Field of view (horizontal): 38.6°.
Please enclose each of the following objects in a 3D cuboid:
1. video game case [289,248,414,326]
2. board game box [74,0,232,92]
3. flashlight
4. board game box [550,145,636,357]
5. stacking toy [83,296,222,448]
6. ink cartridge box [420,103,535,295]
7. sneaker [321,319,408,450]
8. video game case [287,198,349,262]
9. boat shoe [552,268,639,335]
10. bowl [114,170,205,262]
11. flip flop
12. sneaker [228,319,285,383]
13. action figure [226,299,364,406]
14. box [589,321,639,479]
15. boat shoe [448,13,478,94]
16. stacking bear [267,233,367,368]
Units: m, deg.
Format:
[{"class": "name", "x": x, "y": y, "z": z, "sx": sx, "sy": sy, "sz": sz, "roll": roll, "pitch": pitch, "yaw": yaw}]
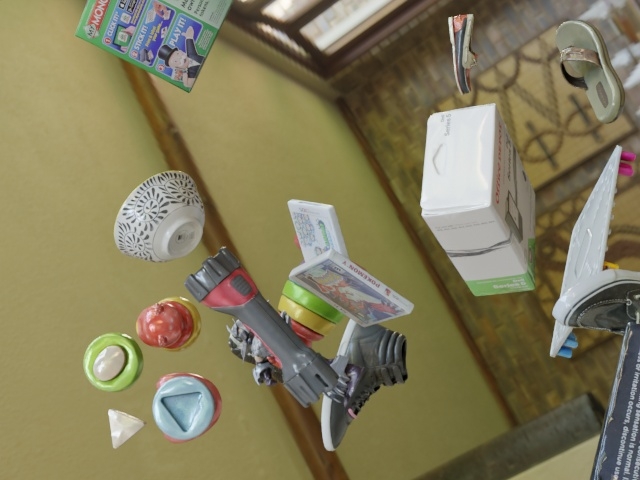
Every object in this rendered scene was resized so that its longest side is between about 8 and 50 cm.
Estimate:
[{"class": "video game case", "x": 0.052, "y": 0.092, "z": 1.670, "sx": 0.183, "sy": 0.201, "sz": 0.023, "roll": 34, "pitch": -113, "yaw": -11}, {"class": "board game box", "x": -0.243, "y": -0.421, "z": 1.473, "sx": 0.213, "sy": 0.317, "sz": 0.046, "roll": 27, "pitch": -148, "yaw": -9}, {"class": "flashlight", "x": -0.102, "y": 0.154, "z": 1.578, "sx": 0.304, "sy": 0.103, "sz": 0.103, "roll": 49, "pitch": -171, "yaw": -1}, {"class": "board game box", "x": 0.645, "y": 0.038, "z": 2.171, "sx": 0.390, "sy": 0.050, "sz": 0.390, "roll": 93, "pitch": -166, "yaw": -59}, {"class": "stacking toy", "x": -0.369, "y": 0.293, "z": 1.932, "sx": 0.130, "sy": 0.279, "sz": 0.309, "roll": 32, "pitch": -142, "yaw": -82}, {"class": "ink cartridge box", "x": 0.266, "y": -0.060, "z": 1.499, "sx": 0.273, "sy": 0.114, "sz": 0.198, "roll": 50, "pitch": -140, "yaw": -50}, {"class": "sneaker", "x": 0.100, "y": 0.306, "z": 1.920, "sx": 0.104, "sy": 0.146, "sz": 0.296, "roll": 61, "pitch": -137, "yaw": -61}, {"class": "video game case", "x": 0.000, "y": 0.000, "z": 1.783, "sx": 0.143, "sy": 0.019, "sz": 0.157, "roll": 12, "pitch": 124, "yaw": 54}, {"class": "boat shoe", "x": 0.602, "y": 0.130, "z": 1.756, "sx": 0.335, "sy": 0.121, "sz": 0.119, "roll": -6, "pitch": -136, "yaw": -27}, {"class": "bowl", "x": -0.247, "y": -0.022, "z": 1.505, "sx": 0.080, "sy": 0.170, "sz": 0.170, "roll": 39, "pitch": -172, "yaw": 30}, {"class": "flip flop", "x": 0.547, "y": -0.356, "z": 1.908, "sx": 0.112, "sy": 0.080, "sz": 0.277, "roll": 103, "pitch": 159, "yaw": -55}, {"class": "sneaker", "x": -0.086, "y": 0.268, "z": 2.240, "sx": 0.279, "sy": 0.107, "sz": 0.118, "roll": 33, "pitch": -138, "yaw": -7}, {"class": "action figure", "x": -0.057, "y": 0.225, "z": 1.800, "sx": 0.285, "sy": 0.185, "sz": 0.099, "roll": 25, "pitch": -131, "yaw": 6}, {"class": "box", "x": 0.609, "y": 0.367, "z": 1.220, "sx": 0.480, "sy": 0.471, "sz": 0.297, "roll": 62, "pitch": -135, "yaw": -60}, {"class": "boat shoe", "x": 0.250, "y": -0.321, "z": 1.580, "sx": 0.049, "sy": 0.043, "sz": 0.137, "roll": -47, "pitch": -50, "yaw": -74}, {"class": "stacking bear", "x": -0.031, "y": 0.157, "z": 2.056, "sx": 0.164, "sy": 0.289, "sz": 0.175, "roll": 27, "pitch": 178, "yaw": 35}]
